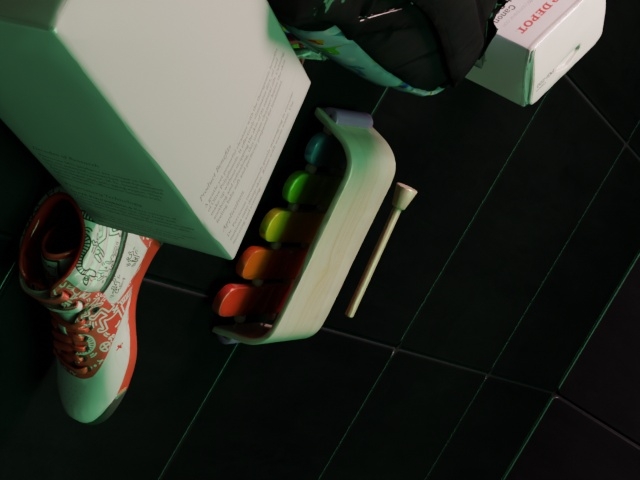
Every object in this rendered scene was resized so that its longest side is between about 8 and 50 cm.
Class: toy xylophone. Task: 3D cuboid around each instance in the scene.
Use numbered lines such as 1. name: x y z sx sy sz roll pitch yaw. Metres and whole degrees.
1. toy xylophone: 0.000 0.000 1.733 0.323 0.081 0.236 -61 155 6

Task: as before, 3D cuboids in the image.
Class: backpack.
1. backpack: 0.068 -0.285 1.376 0.355 0.273 0.290 25 89 -51

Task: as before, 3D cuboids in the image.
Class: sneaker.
1. sneaker: -0.237 0.062 1.368 0.145 0.090 0.270 -9 123 -57

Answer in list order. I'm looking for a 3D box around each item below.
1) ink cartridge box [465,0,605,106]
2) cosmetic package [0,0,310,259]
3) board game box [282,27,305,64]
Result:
1. ink cartridge box: 0.190 -0.264 1.617 0.158 0.218 0.092 -44 151 -28
2. cosmetic package: -0.151 -0.156 1.128 0.197 0.155 0.365 -66 154 -20
3. board game box: -0.050 -0.180 1.494 0.169 0.033 0.133 -50 154 -15
